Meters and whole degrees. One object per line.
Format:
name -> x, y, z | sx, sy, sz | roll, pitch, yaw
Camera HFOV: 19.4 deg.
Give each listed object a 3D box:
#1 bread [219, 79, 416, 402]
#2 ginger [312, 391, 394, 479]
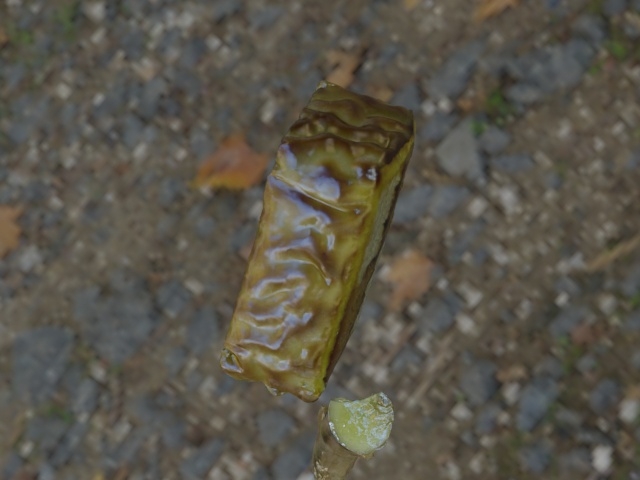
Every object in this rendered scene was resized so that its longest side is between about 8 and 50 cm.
bread -> 0.000, 0.000, 1.444 | 0.181, 0.096, 0.222 | -58, -15, -67
ginger -> 0.018, 0.151, 1.450 | 0.044, 0.057, 0.137 | -45, -6, -29
